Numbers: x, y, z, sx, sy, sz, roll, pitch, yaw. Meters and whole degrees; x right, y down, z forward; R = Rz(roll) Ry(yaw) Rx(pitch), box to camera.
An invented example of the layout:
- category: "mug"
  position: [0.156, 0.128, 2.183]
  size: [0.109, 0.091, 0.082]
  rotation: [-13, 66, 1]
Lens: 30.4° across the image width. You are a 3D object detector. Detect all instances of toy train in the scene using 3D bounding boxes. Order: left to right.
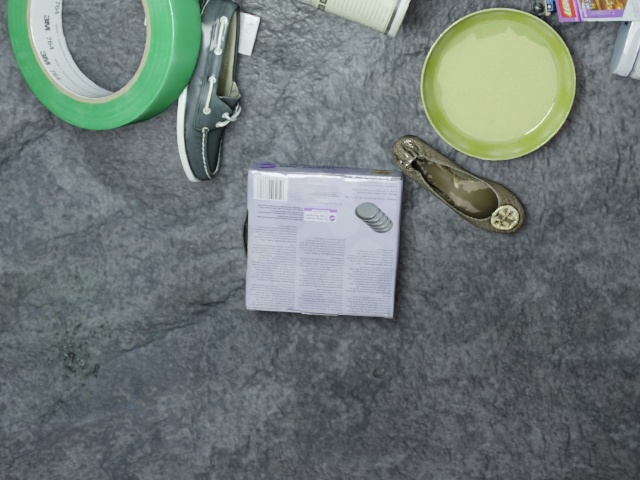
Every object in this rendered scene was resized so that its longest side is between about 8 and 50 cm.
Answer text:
- category: "toy train"
  position: [0.339, -0.418, 1.806]
  size: [0.036, 0.027, 0.158]
  rotation: [-9, 106, -5]

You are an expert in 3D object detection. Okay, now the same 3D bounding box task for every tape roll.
- category: "tape roll"
  position: [-0.335, -0.334, 1.808]
  size: [0.321, 0.077, 0.321]
  rotation: [7, 106, 28]

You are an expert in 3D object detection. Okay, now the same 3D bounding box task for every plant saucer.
- category: "plant saucer"
  position: [0.279, -0.247, 1.860]
  size: [0.241, 0.037, 0.240]
  rotation: [1, 107, 5]

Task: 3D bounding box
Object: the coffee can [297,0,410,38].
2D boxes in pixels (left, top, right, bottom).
- category: "coffee can"
  position: [0.017, -0.439, 1.737]
  size: [0.275, 0.201, 0.201]
  rotation: [21, 108, -2]

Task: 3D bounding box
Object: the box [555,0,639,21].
- category: "box"
  position: [0.394, -0.463, 1.694]
  size: [0.057, 0.201, 0.293]
  rotation: [-22, 108, -20]

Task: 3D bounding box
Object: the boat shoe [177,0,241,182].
- category: "boat shoe"
  position: [-0.170, -0.231, 1.856]
  size: [0.091, 0.114, 0.302]
  rotation: [6, 118, 12]

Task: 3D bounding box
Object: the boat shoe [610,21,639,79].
- category: "boat shoe"
  position: [0.517, -0.365, 1.780]
  size: [0.084, 0.095, 0.258]
  rotation: [14, 119, -3]

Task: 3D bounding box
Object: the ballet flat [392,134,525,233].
- category: "ballet flat"
  position: [0.222, -0.086, 1.905]
  size: [0.250, 0.058, 0.084]
  rotation: [35, 108, -6]

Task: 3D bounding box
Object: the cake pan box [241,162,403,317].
- category: "cake pan box"
  position: [0.000, 0.000, 1.951]
  size: [0.267, 0.070, 0.245]
  rotation: [2, 106, 5]

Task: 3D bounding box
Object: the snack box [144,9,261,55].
- category: "snack box"
  position: [-0.188, -0.351, 1.879]
  size: [0.178, 0.022, 0.064]
  rotation: [16, 111, 0]
